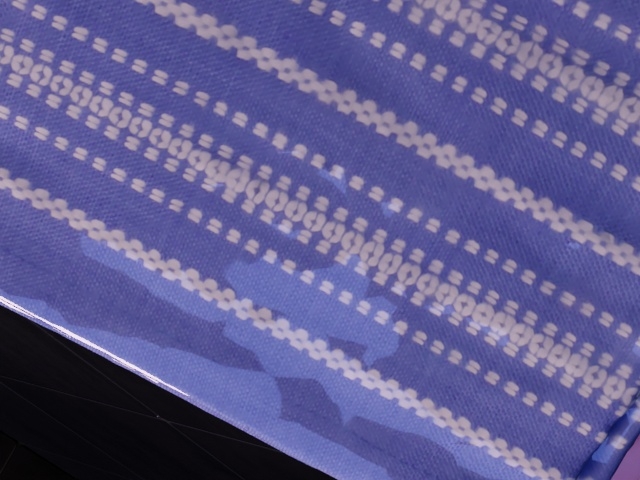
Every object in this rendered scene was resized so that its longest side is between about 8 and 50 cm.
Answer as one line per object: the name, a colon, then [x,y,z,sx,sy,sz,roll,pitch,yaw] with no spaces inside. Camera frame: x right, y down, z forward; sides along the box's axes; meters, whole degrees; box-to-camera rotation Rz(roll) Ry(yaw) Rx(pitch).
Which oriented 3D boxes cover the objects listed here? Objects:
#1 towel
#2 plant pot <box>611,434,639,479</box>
towel: [0.033,-0.081,0.317,0.243,0.336,0.040,28,-158,0]
plant pot: [0.176,0.070,0.580,0.201,0.201,0.180,31,143,-11]
